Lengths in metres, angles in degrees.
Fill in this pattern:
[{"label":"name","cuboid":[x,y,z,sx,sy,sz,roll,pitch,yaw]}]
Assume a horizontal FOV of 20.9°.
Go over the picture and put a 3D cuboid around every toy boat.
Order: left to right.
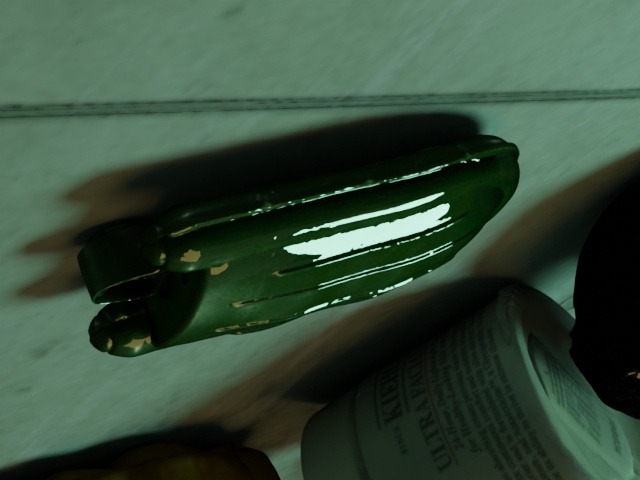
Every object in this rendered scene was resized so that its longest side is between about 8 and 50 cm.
[{"label":"toy boat","cuboid":[0.000,0.000,0.719,0.210,0.052,0.104,-16,155,-31]}]

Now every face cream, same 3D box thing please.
[{"label":"face cream","cuboid":[0.100,0.135,0.993,0.153,0.177,0.177,-35,158,19]}]

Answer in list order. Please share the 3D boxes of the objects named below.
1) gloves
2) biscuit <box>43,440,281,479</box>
[{"label":"gloves","cuboid":[0.221,0.039,0.976,0.203,0.124,0.164,16,108,-43]},{"label":"biscuit","cuboid":[-0.163,0.223,1.012,0.326,0.107,0.325,-22,163,-7]}]
